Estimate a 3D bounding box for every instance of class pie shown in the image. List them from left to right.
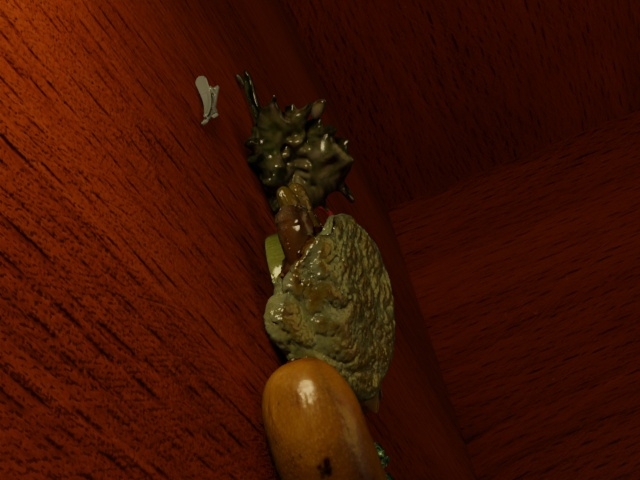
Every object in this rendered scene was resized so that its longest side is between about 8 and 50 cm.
[{"bbox_3d":[0.027,0.094,1.686,0.257,0.105,0.274,28,56,-39],"label":"pie"}]

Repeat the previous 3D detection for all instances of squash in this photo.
[{"bbox_3d":[-0.034,0.089,1.861,0.219,0.041,0.219,-19,90,-85],"label":"squash"}]

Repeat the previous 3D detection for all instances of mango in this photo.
[{"bbox_3d":[0.015,0.282,1.379,0.177,0.120,0.295,-107,177,-88],"label":"mango"}]

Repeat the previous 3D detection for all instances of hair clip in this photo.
[{"bbox_3d":[-0.175,-0.214,1.749,0.039,0.030,0.115,41,19,-29],"label":"hair clip"}]

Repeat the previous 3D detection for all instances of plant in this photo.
[{"bbox_3d":[-0.042,-0.180,2.082,0.333,0.180,0.251,-101,178,-68],"label":"plant"}]

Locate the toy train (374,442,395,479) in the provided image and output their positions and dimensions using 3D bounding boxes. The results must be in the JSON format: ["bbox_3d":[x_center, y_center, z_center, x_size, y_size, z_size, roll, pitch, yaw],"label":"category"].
[{"bbox_3d":[0.067,0.356,1.567,0.104,0.071,0.178,10,57,-68],"label":"toy train"}]

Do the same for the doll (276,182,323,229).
[{"bbox_3d":[0.000,0.000,1.821,0.209,0.097,0.137,65,11,-4],"label":"doll"}]

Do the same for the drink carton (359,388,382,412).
[{"bbox_3d":[0.059,0.233,1.874,0.200,0.084,0.074,79,13,-44],"label":"drink carton"}]

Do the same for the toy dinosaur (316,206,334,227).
[{"bbox_3d":[0.015,0.025,2.305,0.286,0.070,0.139,-98,175,-71],"label":"toy dinosaur"}]
